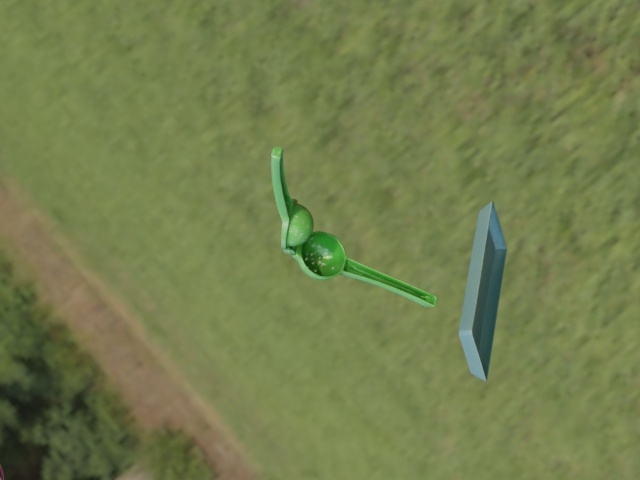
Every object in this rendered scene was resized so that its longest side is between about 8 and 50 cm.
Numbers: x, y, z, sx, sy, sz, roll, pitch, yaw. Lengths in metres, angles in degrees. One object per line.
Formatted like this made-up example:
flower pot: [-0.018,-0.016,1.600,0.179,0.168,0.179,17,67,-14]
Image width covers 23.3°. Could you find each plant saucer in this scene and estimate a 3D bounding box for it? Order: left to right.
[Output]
plant saucer: [0.157,0.047,1.501,0.192,0.018,0.067,-75,-28,-48]

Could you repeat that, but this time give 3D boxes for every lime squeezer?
lime squeezer: [0.000,0.000,1.709,0.110,0.059,0.310,11,155,46]

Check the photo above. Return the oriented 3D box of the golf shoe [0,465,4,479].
golf shoe: [-0.396,0.239,1.632,0.140,0.115,0.306,39,174,1]
